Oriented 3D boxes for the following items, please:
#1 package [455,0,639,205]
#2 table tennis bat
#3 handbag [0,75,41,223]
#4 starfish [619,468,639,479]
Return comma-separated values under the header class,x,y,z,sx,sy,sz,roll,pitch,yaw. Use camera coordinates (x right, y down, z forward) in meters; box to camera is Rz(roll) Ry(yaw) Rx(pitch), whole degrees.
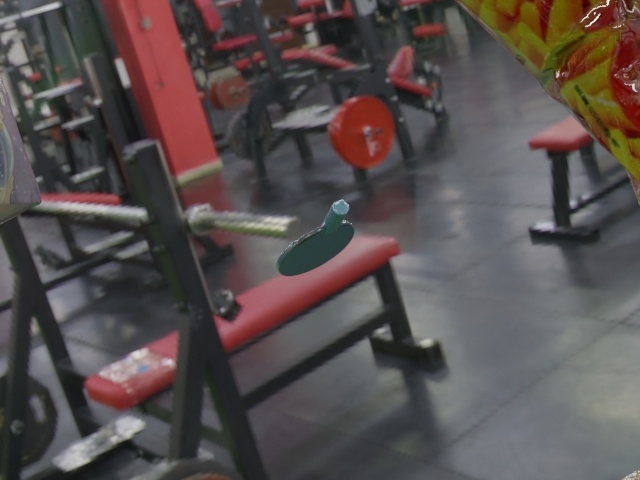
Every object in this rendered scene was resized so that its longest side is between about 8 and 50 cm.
class,x,y,z,sx,sy,sz,roll,pitch,yaw
package,0.154,-0.135,0.460,0.223,0.288,0.108,-36,-11,-8
table tennis bat,0.000,0.000,1.191,0.100,0.019,0.155,-18,-21,-26
handbag,-0.211,-0.056,0.500,0.095,0.117,0.173,-22,0,14
starfish,0.312,0.320,1.191,0.231,0.048,0.295,-9,-31,-51
